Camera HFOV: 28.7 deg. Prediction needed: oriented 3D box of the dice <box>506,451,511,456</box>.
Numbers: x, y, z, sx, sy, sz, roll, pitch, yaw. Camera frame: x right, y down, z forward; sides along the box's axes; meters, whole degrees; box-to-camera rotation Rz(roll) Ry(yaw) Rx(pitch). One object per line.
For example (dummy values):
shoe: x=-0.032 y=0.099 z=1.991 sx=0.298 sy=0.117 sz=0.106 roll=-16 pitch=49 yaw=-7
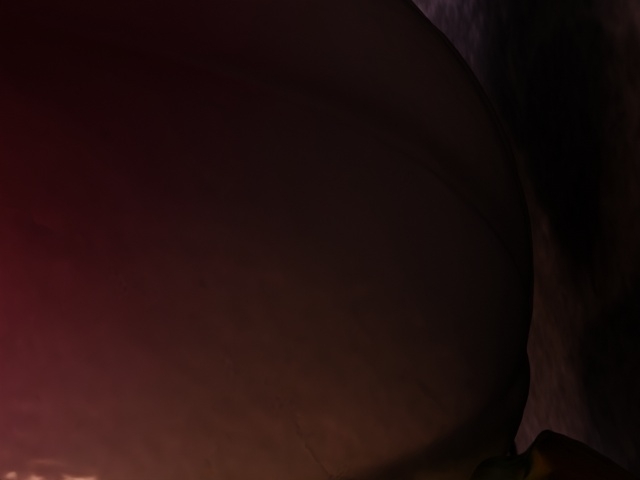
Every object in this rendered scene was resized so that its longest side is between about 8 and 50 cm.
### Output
dice: x=-0.026 y=0.189 z=0.718 sx=0.243 sy=0.251 sz=0.259 roll=113 pitch=147 yaw=-68

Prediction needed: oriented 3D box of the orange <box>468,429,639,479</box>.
orange: x=0.061 y=0.226 z=0.353 sx=0.262 sy=0.196 sz=0.334 roll=97 pitch=178 yaw=-69

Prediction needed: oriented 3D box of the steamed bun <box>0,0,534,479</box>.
steamed bun: x=-0.079 y=-0.003 z=0.467 sx=0.309 sy=0.309 sz=0.309 roll=172 pitch=90 yaw=-80
